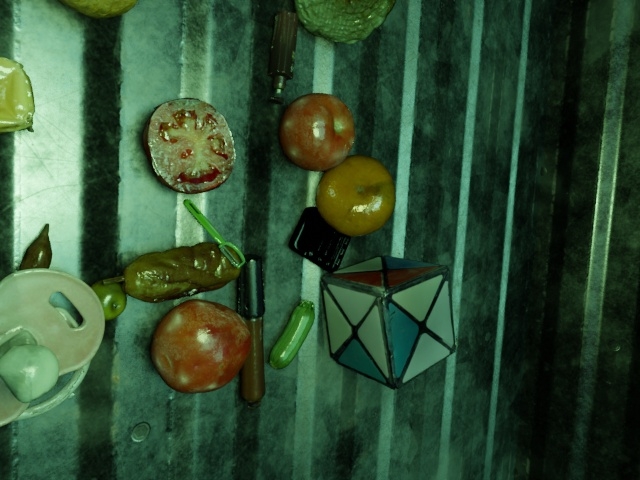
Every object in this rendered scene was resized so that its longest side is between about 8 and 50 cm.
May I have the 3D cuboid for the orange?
[{"bbox_3d":[0.104,-0.127,1.322,0.171,0.240,0.240,75,39,-70],"label":"orange"}]

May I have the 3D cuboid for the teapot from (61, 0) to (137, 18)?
[{"bbox_3d":[-0.439,-0.550,0.871,0.311,0.167,0.203,-47,157,-26],"label":"teapot"}]

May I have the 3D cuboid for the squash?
[{"bbox_3d":[-0.077,0.274,1.335,0.077,0.068,0.219,39,69,-31],"label":"squash"}]

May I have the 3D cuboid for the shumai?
[{"bbox_3d":[0.056,-0.733,1.230,0.304,0.309,0.263,15,61,-33],"label":"shumai"}]

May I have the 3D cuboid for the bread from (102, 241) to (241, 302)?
[{"bbox_3d":[-0.323,0.071,1.058,0.344,0.084,0.124,-9,85,-48],"label":"bread"}]

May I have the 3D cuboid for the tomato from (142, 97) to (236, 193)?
[{"bbox_3d":[-0.309,-0.217,1.065,0.225,0.085,0.225,-2,94,-39],"label":"tomato"}]

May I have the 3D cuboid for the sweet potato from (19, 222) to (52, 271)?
[{"bbox_3d":[-0.557,0.022,0.911,0.049,0.049,0.117,20,75,-40],"label":"sweet potato"}]

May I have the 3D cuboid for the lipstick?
[{"bbox_3d":[-0.184,0.246,1.235,0.077,0.077,0.418,-7,100,-40],"label":"lipstick"}]

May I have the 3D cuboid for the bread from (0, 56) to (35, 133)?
[{"bbox_3d":[-0.626,-0.244,0.773,0.241,0.107,0.136,-12,101,-40],"label":"bread"}]

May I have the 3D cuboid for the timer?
[{"bbox_3d":[0.000,0.000,1.381,0.187,0.055,0.144,35,70,-34],"label":"timer"}]

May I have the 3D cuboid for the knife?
[{"bbox_3d":[-0.255,-0.022,1.118,0.212,0.015,0.054,48,33,1],"label":"knife"}]

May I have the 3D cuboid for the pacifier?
[{"bbox_3d":[-0.550,0.202,0.827,0.220,0.273,0.332,48,61,3],"label":"pacifier"}]

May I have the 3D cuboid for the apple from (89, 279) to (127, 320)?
[{"bbox_3d":[-0.459,0.129,0.986,0.089,0.074,0.090,-36,134,-50],"label":"apple"}]

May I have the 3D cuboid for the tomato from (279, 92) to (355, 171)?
[{"bbox_3d":[-0.013,-0.291,1.244,0.208,0.184,0.208,1,88,-44],"label":"tomato"}]

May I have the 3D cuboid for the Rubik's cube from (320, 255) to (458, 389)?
[{"bbox_3d":[0.212,0.238,1.424,0.307,0.305,0.310,-18,107,-37],"label":"Rubik's cube"}]

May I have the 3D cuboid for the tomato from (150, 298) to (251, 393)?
[{"bbox_3d":[-0.278,0.253,1.082,0.232,0.188,0.232,-5,99,-38],"label":"tomato"}]

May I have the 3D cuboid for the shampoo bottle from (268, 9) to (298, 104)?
[{"bbox_3d":[-0.101,-0.484,1.222,0.068,0.067,0.236,4,93,-50],"label":"shampoo bottle"}]
